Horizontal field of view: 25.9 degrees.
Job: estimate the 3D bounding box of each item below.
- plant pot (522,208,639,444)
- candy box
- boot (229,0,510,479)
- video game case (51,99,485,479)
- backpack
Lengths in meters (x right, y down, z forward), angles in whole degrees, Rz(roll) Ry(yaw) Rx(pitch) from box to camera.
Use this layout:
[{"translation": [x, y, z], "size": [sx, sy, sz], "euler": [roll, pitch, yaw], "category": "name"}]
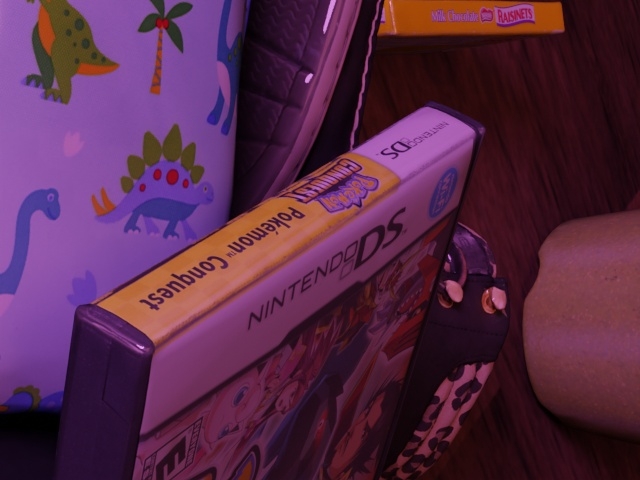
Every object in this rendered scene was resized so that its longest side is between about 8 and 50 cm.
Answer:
[{"translation": [0.313, 0.071, 1.112], "size": [0.276, 0.254, 0.276], "euler": [1, 88, -51], "category": "plant pot"}, {"translation": [0.066, -0.141, 0.926], "size": [0.206, 0.105, 0.027], "euler": [-11, 94, -51], "category": "candy box"}, {"translation": [0.000, 0.000, 0.778], "size": [0.284, 0.138, 0.377], "euler": [5, 104, -53], "category": "boot"}, {"translation": [-0.029, 0.097, 0.614], "size": [0.248, 0.035, 0.275], "euler": [-34, 145, -50], "category": "video game case"}, {"translation": [-0.160, -0.059, 0.563], "size": [0.290, 0.273, 0.355], "euler": [14, 69, -46], "category": "backpack"}]
